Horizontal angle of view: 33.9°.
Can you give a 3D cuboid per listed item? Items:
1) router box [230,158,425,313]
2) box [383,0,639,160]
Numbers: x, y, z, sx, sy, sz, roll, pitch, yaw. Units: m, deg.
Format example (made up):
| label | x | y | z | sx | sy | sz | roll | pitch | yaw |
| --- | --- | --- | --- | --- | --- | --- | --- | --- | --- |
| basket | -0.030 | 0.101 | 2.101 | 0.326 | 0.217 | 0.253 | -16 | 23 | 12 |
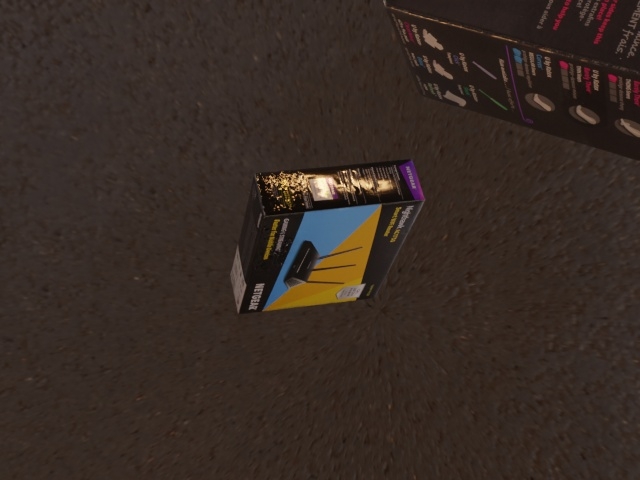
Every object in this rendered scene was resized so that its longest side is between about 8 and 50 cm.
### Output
| label | x | y | z | sx | sy | sz | roll | pitch | yaw |
| --- | --- | --- | --- | --- | --- | --- | --- | --- | --- |
| router box | 0.000 | 0.000 | 0.894 | 0.133 | 0.179 | 0.046 | -7 | 63 | -15 |
| box | 0.214 | -0.181 | 0.844 | 0.270 | 0.143 | 0.165 | 22 | 75 | 25 |
